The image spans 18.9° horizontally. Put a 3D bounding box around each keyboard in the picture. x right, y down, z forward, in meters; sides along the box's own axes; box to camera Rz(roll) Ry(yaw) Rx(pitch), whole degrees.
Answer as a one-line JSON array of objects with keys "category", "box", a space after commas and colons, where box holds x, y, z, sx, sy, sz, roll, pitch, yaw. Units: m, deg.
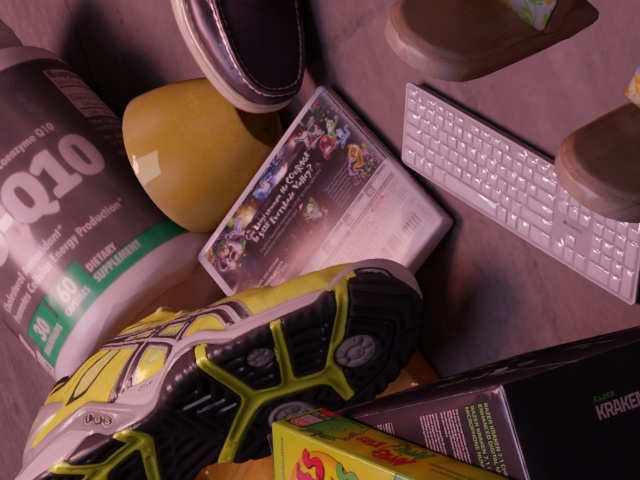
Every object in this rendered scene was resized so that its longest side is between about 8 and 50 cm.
[{"category": "keyboard", "box": [0.145, -0.038, 1.415, 0.256, 0.014, 0.072, 35, 128, 42]}]

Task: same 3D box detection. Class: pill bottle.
[{"category": "pill bottle", "box": [-0.260, -0.046, 1.741, 0.361, 0.204, 0.204, 45, 136, 18]}]

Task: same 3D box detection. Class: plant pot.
[{"category": "plant pot", "box": [-0.088, -0.086, 1.631, 0.095, 0.134, 0.134, -29, 78, 28]}]

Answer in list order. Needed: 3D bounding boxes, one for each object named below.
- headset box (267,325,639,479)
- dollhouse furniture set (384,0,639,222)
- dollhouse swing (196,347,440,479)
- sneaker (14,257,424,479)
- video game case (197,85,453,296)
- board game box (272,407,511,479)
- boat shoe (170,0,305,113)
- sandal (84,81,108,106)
[{"category": "headset box", "box": [0.150, 0.142, 1.277, 0.283, 0.246, 0.131, -20, 85, 53]}, {"category": "dollhouse furniture set", "box": [0.083, -0.247, 0.965, 0.394, 0.256, 0.362, 40, 135, 25]}, {"category": "dollhouse swing", "box": [-0.054, 0.257, 1.580, 0.347, 0.315, 0.305, 54, 150, 27]}, {"category": "sneaker", "box": [-0.093, 0.098, 1.518, 0.384, 0.145, 0.147, -28, 42, 21]}, {"category": "video game case", "box": [0.000, 0.000, 1.558, 0.173, 0.022, 0.190, 49, 114, 31]}, {"category": "board game box", "box": [0.042, 0.172, 1.183, 0.181, 0.043, 0.092, 15, 113, 50]}, {"category": "boat shoe", "box": [-0.067, -0.247, 1.553, 0.092, 0.103, 0.285, -22, 79, 59]}, {"category": "sandal", "box": [-0.357, -0.093, 2.013, 0.445, 0.107, 0.168, 4, 105, 40]}]
